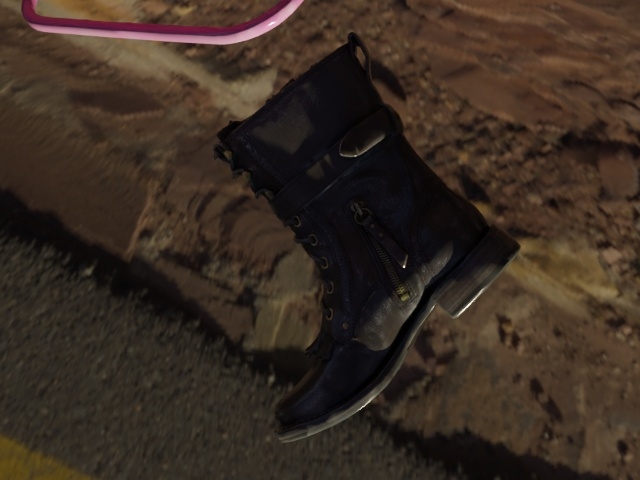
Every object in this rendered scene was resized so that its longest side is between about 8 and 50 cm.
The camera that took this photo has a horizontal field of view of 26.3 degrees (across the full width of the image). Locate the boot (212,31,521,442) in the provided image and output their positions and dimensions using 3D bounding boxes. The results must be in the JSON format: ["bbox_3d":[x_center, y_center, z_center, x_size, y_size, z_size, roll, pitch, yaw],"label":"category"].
[{"bbox_3d":[0.000,0.000,1.062,0.263,0.091,0.229,-45,89,5],"label":"boot"}]

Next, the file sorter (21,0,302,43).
[{"bbox_3d":[-0.106,-0.250,0.606,0.202,0.182,0.291,9,146,37],"label":"file sorter"}]
